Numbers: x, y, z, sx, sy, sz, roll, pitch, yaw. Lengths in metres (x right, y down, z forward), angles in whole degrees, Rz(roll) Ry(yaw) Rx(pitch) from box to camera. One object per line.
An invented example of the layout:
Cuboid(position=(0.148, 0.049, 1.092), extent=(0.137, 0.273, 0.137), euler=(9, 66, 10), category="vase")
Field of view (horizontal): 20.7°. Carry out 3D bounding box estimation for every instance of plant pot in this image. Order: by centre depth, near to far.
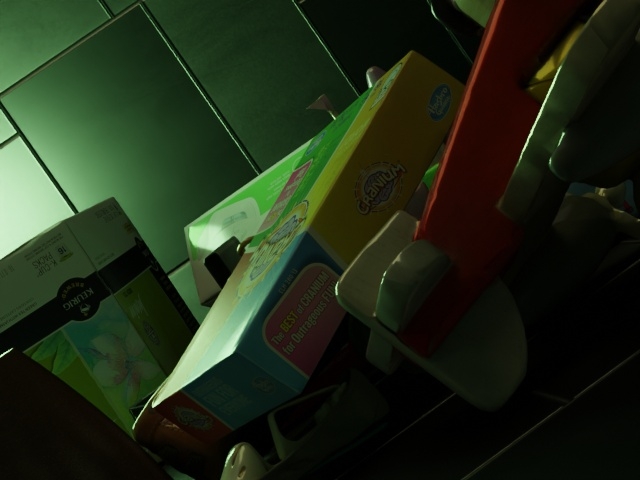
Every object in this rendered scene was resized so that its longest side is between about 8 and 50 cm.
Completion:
Cuboid(position=(-0.257, 0.221, 1.594), extent=(0.215, 0.230, 0.215), euler=(-35, 4, 3), category="plant pot")
Cuboid(position=(0.080, 0.082, 1.650), extent=(0.083, 0.083, 0.079), euler=(-36, 16, -21), category="plant pot")

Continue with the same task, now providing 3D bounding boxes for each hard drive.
Cuboid(position=(-0.088, 0.046, 1.965), extent=(0.022, 0.094, 0.135), euler=(-35, 3, 10), category="hard drive")

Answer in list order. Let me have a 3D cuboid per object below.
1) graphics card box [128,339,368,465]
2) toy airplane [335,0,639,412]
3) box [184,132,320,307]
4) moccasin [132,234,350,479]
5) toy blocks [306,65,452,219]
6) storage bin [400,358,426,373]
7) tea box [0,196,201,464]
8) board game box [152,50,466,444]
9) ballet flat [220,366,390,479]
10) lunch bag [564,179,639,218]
Cuboid(position=(-0.068, 0.149, 1.946), extent=(0.233, 0.094, 0.371), euler=(-36, 5, -19), category="graphics card box")
Cuboid(position=(0.178, -0.047, 1.290), extent=(0.386, 0.272, 0.384), euler=(-66, -8, -67), category="toy airplane")
Cuboid(position=(0.000, 0.000, 2.248), extent=(0.262, 0.126, 0.231), euler=(-33, -33, 32), category="box")
Cuboid(position=(-0.044, 0.069, 1.707), extent=(0.380, 0.147, 0.139), euler=(-56, -25, -23), category="moccasin")
Cuboid(position=(0.149, -0.108, 2.002), extent=(0.309, 0.260, 0.288), euler=(-32, 4, 44), category="toy blocks")
Cuboid(position=(0.100, 0.040, 1.571), extent=(0.091, 0.135, 0.098), euler=(-23, 1, -33), category="storage bin")
Cuboid(position=(-0.299, 0.143, 2.299), extent=(0.220, 0.323, 0.329), euler=(-34, 3, 7), category="tea box")
Cuboid(position=(-0.011, 0.011, 1.510), extent=(0.316, 0.064, 0.242), euler=(-60, 10, -25), category="board game box")
Cuboid(position=(-0.037, 0.179, 1.423), extent=(0.213, 0.068, 0.072), euler=(-37, 4, -22), category="ballet flat")
Cuboid(position=(0.283, -0.079, 1.700), extent=(0.221, 0.138, 0.293), euler=(-36, -9, -3), category="lunch bag")
